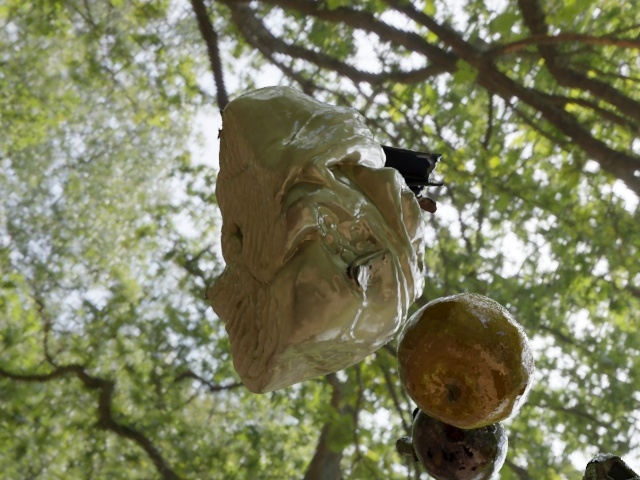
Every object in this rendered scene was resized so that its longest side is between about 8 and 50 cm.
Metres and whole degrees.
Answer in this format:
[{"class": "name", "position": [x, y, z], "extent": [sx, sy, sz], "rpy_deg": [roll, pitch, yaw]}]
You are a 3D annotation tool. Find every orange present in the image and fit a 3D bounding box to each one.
[{"class": "orange", "position": [0.291, 0.235, 1.775], "extent": [0.279, 0.235, 0.279], "rpy_deg": [12, -55, 18]}]

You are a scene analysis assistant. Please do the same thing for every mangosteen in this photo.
[{"class": "mangosteen", "position": [0.301, 0.478, 2.100], "extent": [0.231, 0.231, 0.289], "rpy_deg": [42, -42, -9]}]

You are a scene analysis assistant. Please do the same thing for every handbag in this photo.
[{"class": "handbag", "position": [0.098, -0.106, 1.894], "extent": [0.269, 0.118, 0.326], "rpy_deg": [3, -12, -26]}]

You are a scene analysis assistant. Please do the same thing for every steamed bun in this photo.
[{"class": "steamed bun", "position": [0.000, 0.000, 0.978], "extent": [0.275, 0.206, 0.320], "rpy_deg": [-139, -131, -57]}]

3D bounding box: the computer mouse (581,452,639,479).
[{"class": "computer mouse", "position": [0.538, 0.514, 1.426], "extent": [0.228, 0.145, 0.429], "rpy_deg": [40, -27, 61]}]
